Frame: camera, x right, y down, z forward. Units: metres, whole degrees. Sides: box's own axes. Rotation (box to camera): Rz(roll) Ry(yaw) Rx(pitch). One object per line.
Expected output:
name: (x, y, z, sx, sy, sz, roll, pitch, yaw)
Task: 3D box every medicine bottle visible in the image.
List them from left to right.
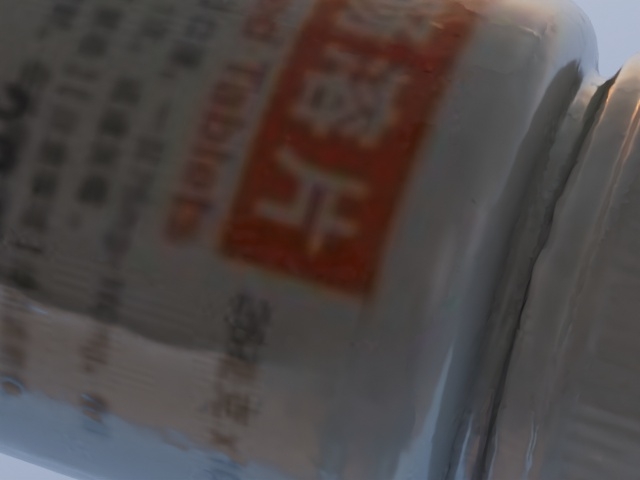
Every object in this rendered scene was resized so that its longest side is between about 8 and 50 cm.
medicine bottle: (0.000, 0.000, 0.614, 0.371, 0.211, 0.211, 16, -121, 13)
